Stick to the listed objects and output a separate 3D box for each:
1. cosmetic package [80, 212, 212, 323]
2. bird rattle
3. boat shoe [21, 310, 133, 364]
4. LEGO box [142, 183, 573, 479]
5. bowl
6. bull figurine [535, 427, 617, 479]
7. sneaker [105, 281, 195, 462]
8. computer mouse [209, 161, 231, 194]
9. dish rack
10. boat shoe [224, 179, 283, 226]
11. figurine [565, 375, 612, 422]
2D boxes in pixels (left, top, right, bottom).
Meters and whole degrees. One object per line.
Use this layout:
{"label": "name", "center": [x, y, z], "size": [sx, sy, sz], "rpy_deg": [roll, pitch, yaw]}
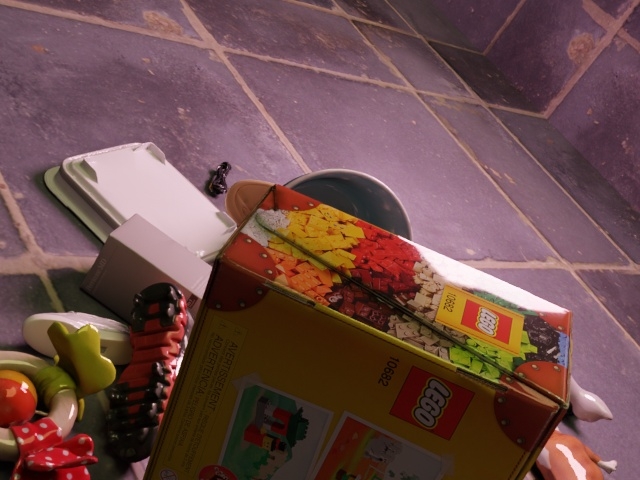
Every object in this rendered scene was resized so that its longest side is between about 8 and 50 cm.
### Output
{"label": "cosmetic package", "center": [-0.247, 0.081, 1.541], "size": [0.238, 0.127, 0.107], "rpy_deg": [33, 28, -1]}
{"label": "bird rattle", "center": [-0.378, 0.227, 1.238], "size": [0.207, 0.143, 0.253], "rpy_deg": [17, 45, -9]}
{"label": "boat shoe", "center": [-0.353, 0.133, 1.418], "size": [0.184, 0.066, 0.063], "rpy_deg": [12, 26, -35]}
{"label": "LEGO box", "center": [0.012, 0.244, 1.120], "size": [0.372, 0.500, 0.193], "rpy_deg": [24, 30, 3]}
{"label": "bowl", "center": [0.000, 0.000, 1.795], "size": [0.311, 0.311, 0.163], "rpy_deg": [23, 10, -21]}
{"label": "bull figurine", "center": [0.481, 0.436, 1.799], "size": [0.188, 0.101, 0.310], "rpy_deg": [24, 30, -24]}
{"label": "sneaker", "center": [-0.230, 0.202, 1.394], "size": [0.135, 0.097, 0.276], "rpy_deg": [59, 29, -47]}
{"label": "computer mouse", "center": [-0.138, -0.092, 1.999], "size": [0.193, 0.042, 0.106], "rpy_deg": [31, 28, -8]}
{"label": "dish rack", "center": [-0.303, -0.063, 1.758], "size": [0.333, 0.072, 0.285], "rpy_deg": [43, 29, 13]}
{"label": "boat shoe", "center": [-0.050, -0.024, 1.941], "size": [0.341, 0.122, 0.110], "rpy_deg": [25, -7, -24]}
{"label": "figurine", "center": [0.484, 0.293, 1.961], "size": [0.209, 0.092, 0.215], "rpy_deg": [41, -5, -1]}
